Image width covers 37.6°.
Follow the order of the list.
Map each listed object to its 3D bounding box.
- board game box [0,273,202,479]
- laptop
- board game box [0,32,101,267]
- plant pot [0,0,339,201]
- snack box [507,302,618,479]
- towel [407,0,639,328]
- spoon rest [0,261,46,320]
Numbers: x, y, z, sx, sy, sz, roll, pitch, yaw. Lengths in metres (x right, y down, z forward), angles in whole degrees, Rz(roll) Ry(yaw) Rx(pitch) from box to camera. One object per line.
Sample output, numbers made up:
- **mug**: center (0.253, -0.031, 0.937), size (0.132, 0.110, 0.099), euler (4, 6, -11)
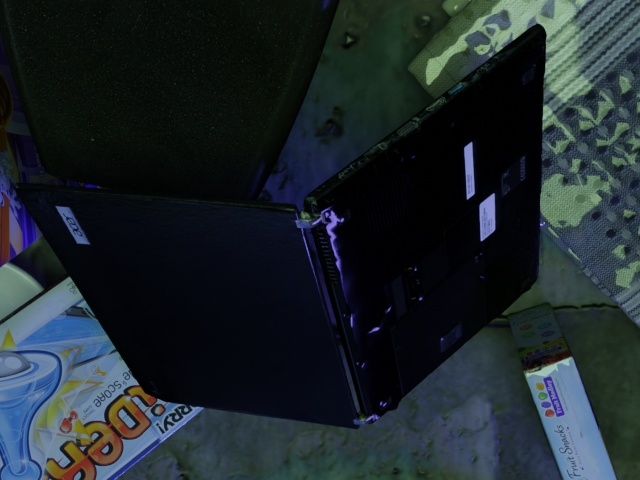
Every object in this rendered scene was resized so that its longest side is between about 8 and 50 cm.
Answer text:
- **board game box**: center (-0.179, 0.108, 0.657), size (0.201, 0.035, 0.136), euler (-38, 103, -21)
- **laptop**: center (0.000, 0.000, 0.579), size (0.264, 0.136, 0.234), euler (-38, 145, -17)
- **board game box**: center (-0.229, -0.165, 0.533), size (0.078, 0.233, 0.347), euler (-8, 105, 5)
- **plant pot**: center (-0.083, -0.125, 0.573), size (0.188, 0.187, 0.167), euler (11, 119, 0)
- **snack box**: center (0.174, 0.127, 0.661), size (0.037, 0.100, 0.141), euler (-20, 104, 9)
- **towel**: center (0.263, -0.114, 0.625), size (0.324, 0.056, 0.312), euler (-42, 102, 10)
- **spoon rest**: center (-0.234, 0.141, 0.689), size (0.137, 0.084, 0.276), euler (-18, 106, -9)
